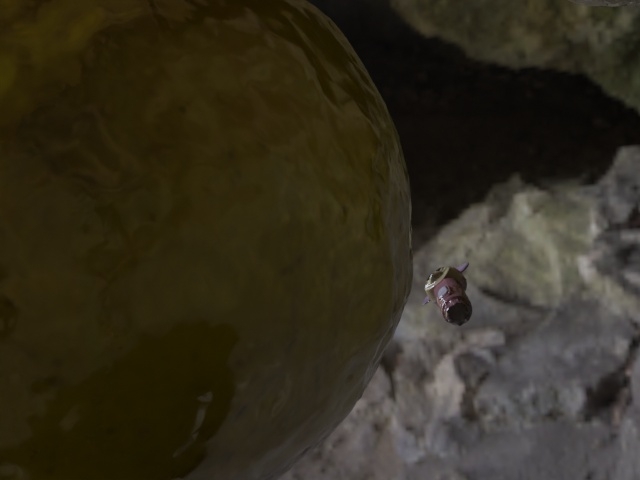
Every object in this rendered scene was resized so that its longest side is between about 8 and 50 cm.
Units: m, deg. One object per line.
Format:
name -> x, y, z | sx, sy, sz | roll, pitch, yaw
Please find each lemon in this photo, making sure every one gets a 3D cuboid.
lemon -> -0.093, -0.004, 0.567 | 0.316, 0.285, 0.285 | -5, 15, -33

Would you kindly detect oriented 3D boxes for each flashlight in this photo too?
flashlight -> 0.101, 0.042, 1.096 | 0.052, 0.031, 0.110 | -42, 9, 7

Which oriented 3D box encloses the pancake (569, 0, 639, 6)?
pancake -> 0.165, -0.340, 0.821 | 0.382, 0.382, 0.071 | -27, 20, -38
